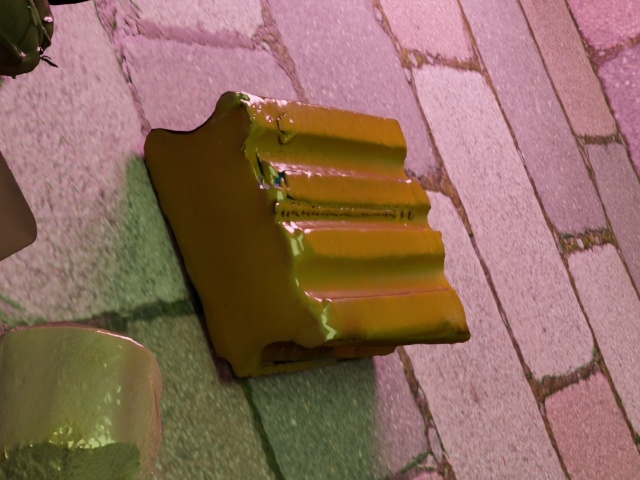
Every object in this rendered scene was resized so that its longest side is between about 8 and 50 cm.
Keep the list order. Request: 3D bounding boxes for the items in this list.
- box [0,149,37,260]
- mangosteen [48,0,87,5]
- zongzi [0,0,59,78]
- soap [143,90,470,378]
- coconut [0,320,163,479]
[{"bbox_3d":[-0.213,-0.042,0.977,0.126,0.031,0.091,64,21,-7],"label":"box"},{"bbox_3d":[-0.166,-0.229,1.120,0.152,0.152,0.152,50,27,-37],"label":"mangosteen"},{"bbox_3d":[-0.196,-0.196,1.029,0.189,0.081,0.178,28,74,-59],"label":"zongzi"},{"bbox_3d":[0.000,0.000,1.349,0.324,0.096,0.204,3,65,-66],"label":"soap"},{"bbox_3d":[-0.139,0.098,0.900,0.116,0.116,0.122,45,34,-43],"label":"coconut"}]
